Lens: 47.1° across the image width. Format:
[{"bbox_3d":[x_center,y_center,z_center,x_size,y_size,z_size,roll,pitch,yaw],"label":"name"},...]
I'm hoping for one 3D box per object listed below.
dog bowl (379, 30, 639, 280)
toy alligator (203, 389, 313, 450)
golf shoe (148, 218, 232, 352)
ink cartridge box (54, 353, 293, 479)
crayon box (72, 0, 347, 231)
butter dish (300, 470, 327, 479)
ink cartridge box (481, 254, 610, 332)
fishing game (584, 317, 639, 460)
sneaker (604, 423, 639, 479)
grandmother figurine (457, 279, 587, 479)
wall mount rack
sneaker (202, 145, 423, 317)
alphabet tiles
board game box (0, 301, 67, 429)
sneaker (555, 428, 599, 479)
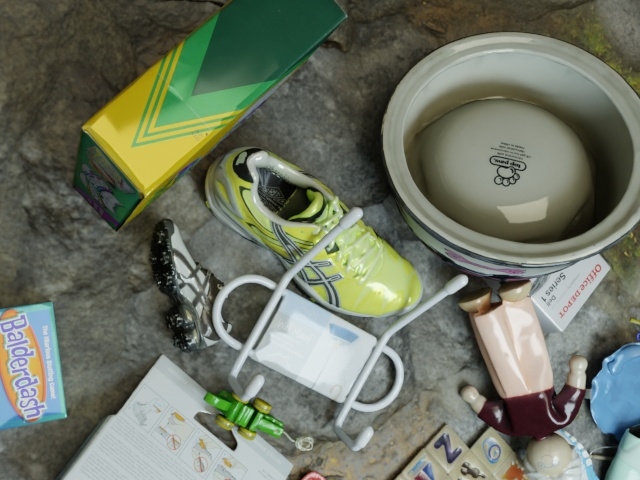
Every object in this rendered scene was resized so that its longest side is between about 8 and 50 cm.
[{"bbox_3d":[0.291,-0.118,1.138,0.408,0.150,0.408,0,65,1],"label":"dog bowl"},{"bbox_3d":[-0.095,0.263,1.089,0.190,0.051,0.056,32,87,-24],"label":"toy alligator"},{"bbox_3d":[-0.188,0.060,1.070,0.094,0.077,0.198,-16,97,-31],"label":"golf shoe"},{"bbox_3d":[-0.201,0.338,1.039,0.275,0.060,0.239,43,48,-10],"label":"ink cartridge box"},{"bbox_3d":[-0.163,-0.165,0.941,0.106,0.363,0.313,47,72,-10],"label":"crayon box"},{"bbox_3d":[0.000,0.450,1.064,0.160,0.118,0.160,-43,100,-19],"label":"butter dish"},{"bbox_3d":[0.360,0.028,1.248,0.219,0.092,0.160,45,72,-9],"label":"ink cartridge box"},{"bbox_3d":[0.551,0.270,1.312,0.189,0.041,0.264,11,95,-20],"label":"fishing game"},{"bbox_3d":[0.630,0.392,1.285,0.256,0.094,0.151,8,104,-16],"label":"sneaker"},{"bbox_3d":[0.324,0.241,1.173,0.104,0.208,0.342,-25,94,-52],"label":"grandmother figurine"},{"bbox_3d":[0.035,0.126,1.067,0.350,0.130,0.304,31,87,-25],"label":"wall mount rack"},{"bbox_3d":[0.000,0.000,1.097,0.385,0.147,0.145,32,73,-15],"label":"sneaker"},{"bbox_3d":[0.260,0.481,1.177,0.285,0.011,0.342,-41,88,-22],"label":"alphabet tiles"},{"bbox_3d":[-0.454,0.174,0.971,0.210,0.047,0.160,-8,87,-21],"label":"board game box"},{"bbox_3d":[0.421,0.402,1.246,0.083,0.071,0.190,-33,95,-14],"label":"sneaker"}]
